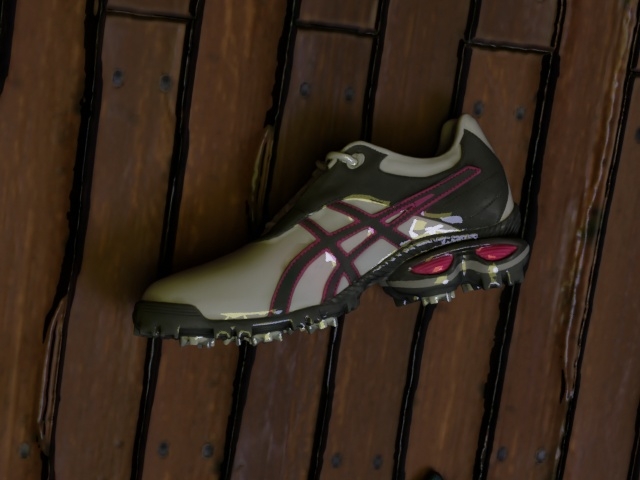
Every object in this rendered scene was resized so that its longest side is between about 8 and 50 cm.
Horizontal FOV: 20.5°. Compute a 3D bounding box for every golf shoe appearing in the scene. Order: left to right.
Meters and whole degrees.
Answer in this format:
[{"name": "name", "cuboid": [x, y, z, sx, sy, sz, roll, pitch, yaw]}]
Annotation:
[{"name": "golf shoe", "cuboid": [0.000, 0.000, 1.161, 0.273, 0.105, 0.120, -14, 92, -19]}]

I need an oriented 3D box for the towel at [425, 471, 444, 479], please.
[{"name": "towel", "cuboid": [0.053, 0.384, 1.297, 0.271, 0.040, 0.370, 41, 90, -23]}]
